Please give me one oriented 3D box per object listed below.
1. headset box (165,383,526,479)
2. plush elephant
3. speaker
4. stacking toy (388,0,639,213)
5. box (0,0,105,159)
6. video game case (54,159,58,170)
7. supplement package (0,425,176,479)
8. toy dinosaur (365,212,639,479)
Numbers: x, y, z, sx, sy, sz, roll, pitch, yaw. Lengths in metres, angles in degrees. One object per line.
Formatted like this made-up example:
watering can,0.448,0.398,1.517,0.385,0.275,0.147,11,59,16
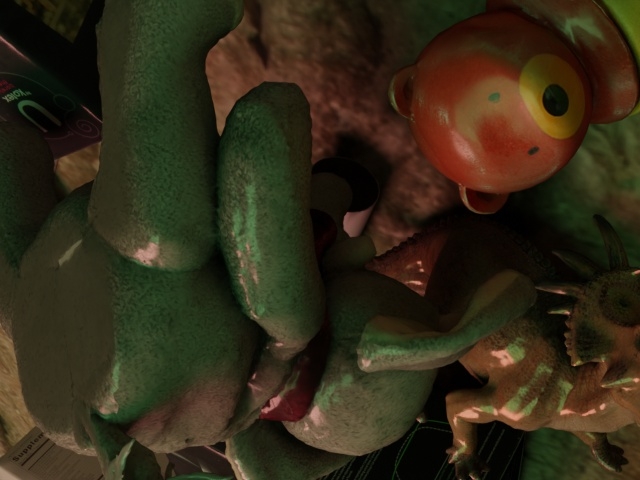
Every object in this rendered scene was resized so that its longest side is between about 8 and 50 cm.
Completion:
headset box,0.010,0.201,0.847,0.283,0.131,0.246,22,148,22
plush elephant,-0.033,0.035,0.598,0.272,0.255,0.330,-38,60,39
speaker,0.000,0.000,0.772,0.055,0.055,0.136,33,138,11
stacking toy,0.058,-0.160,0.443,0.309,0.130,0.279,49,170,-5
box,-0.250,-0.187,0.683,0.165,0.143,0.270,-12,136,44
video game case,-0.288,-0.135,0.909,0.143,0.019,0.157,39,139,4
supplement package,-0.226,0.303,1.148,0.244,0.139,0.133,26,136,20
toy dinosaur,0.132,0.047,0.669,0.296,0.127,0.200,37,131,31
